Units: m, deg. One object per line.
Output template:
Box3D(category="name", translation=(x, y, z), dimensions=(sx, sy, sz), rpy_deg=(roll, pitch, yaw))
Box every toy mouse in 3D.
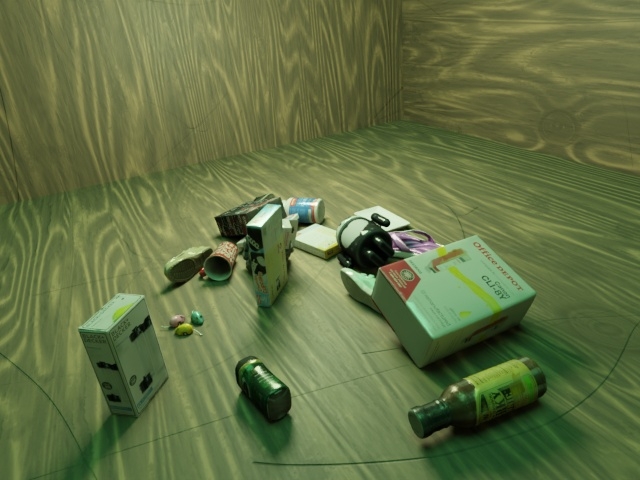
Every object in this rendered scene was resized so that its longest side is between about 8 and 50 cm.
Box3D(category="toy mouse", translation=(-0.462, 0.272, 1.639), dimensions=(0.161, 0.031, 0.143), rpy_deg=(-2, 26, 9))

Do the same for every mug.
Box3D(category="mug", translation=(-0.418, 0.077, 1.945), dimensions=(0.151, 0.113, 0.169), rpy_deg=(-2, 23, 5))

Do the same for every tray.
Box3D(category="tray", translation=(0.286, -0.095, 2.234), dimensions=(0.145, 0.030, 0.270), rpy_deg=(-16, 27, -22))

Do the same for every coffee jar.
Box3D(category="coffee jar", translation=(-0.156, 0.387, 1.263), dimensions=(0.079, 0.096, 0.184), rpy_deg=(-20, 30, -32))

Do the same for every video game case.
Box3D(category="video game case", translation=(-0.235, -0.048, 2.169), dimensions=(0.204, 0.025, 0.285), rpy_deg=(-13, 16, 21))

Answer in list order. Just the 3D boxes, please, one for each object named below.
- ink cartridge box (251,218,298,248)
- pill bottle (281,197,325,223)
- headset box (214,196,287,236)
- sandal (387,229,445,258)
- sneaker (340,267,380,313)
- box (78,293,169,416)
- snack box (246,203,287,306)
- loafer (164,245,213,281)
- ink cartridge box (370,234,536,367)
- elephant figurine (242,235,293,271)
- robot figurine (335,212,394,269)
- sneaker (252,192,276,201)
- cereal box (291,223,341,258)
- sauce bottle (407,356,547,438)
Box3D(category="ink cartridge box", translation=(-0.172, -0.024, 1.810), dimensions=(0.180, 0.104, 0.060), rpy_deg=(-1, 37, -15))
Box3D(category="pill bottle", translation=(-0.100, -0.147, 2.318), dimensions=(0.222, 0.124, 0.124), rpy_deg=(3, 27, 19))
Box3D(category="headset box", translation=(-0.318, -0.110, 2.222), dimensions=(0.293, 0.110, 0.218), rpy_deg=(-4, 21, 45))
Box3D(category="sandal", translation=(0.376, 0.006, 1.924), dimensions=(0.417, 0.102, 0.169), rpy_deg=(16, 33, 38))
Box3D(category="sneaker", translation=(0.193, 0.153, 1.668), dimensions=(0.151, 0.094, 0.256), rpy_deg=(-29, 43, -28))
Box3D(category="box", translation=(-0.521, 0.308, 1.282), dimensions=(0.087, 0.289, 0.169), rpy_deg=(2, 26, 16))
Box3D(category="snack box", translation=(-0.184, 0.054, 1.694), dimensions=(0.060, 0.321, 0.187), rpy_deg=(5, 28, 16))
Box3D(category="loafer", translation=(-0.553, 0.095, 1.958), dimensions=(0.092, 0.101, 0.268), rpy_deg=(6, 19, 26))
Box3D(category="ink cartridge box", translation=(0.392, 0.168, 1.430), dimensions=(0.385, 0.160, 0.279), rpy_deg=(-17, 49, -22))
Box3D(category="elephant figurine", translation=(-0.185, 0.042, 1.936), dimensions=(0.240, 0.169, 0.185), rpy_deg=(0, 51, -25))
Box3D(category="robot figurine", translation=(0.173, 0.004, 1.889), dimensions=(0.209, 0.173, 0.278), rpy_deg=(-16, 28, -20))
Box3D(category="sneaker", translation=(-0.343, -0.170, 2.496), dimensions=(0.118, 0.083, 0.222), rpy_deg=(-5, 25, 49))
Box3D(category="cereal box", translation=(0.000, 0.000, 2.080), dimensions=(0.173, 0.047, 0.240), rpy_deg=(-26, 32, -36))
Box3D(category="sauce bottle", translation=(0.376, 0.383, 1.145), dimensions=(0.345, 0.111, 0.111), rpy_deg=(-16, 28, -16))
